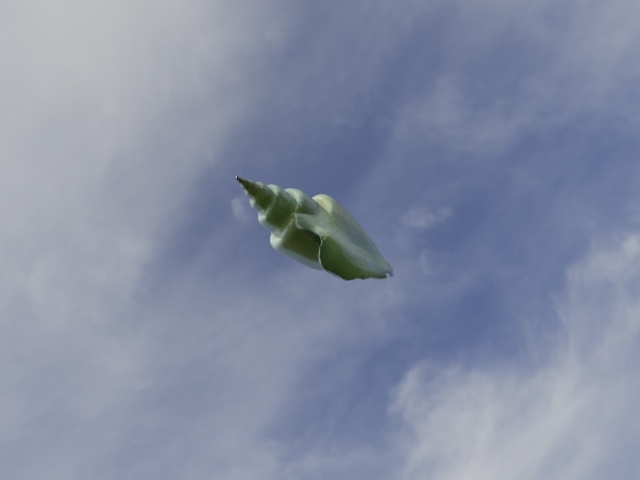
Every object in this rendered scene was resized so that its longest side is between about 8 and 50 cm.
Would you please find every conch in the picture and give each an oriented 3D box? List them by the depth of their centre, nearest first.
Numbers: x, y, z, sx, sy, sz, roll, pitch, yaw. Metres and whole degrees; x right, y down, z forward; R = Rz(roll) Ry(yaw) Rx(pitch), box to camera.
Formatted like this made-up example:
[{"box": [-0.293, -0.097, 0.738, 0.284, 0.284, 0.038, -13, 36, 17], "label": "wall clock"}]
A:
[{"box": [0.002, -0.007, 0.556, 0.180, 0.088, 0.065, 31, -99, -26], "label": "conch"}]
